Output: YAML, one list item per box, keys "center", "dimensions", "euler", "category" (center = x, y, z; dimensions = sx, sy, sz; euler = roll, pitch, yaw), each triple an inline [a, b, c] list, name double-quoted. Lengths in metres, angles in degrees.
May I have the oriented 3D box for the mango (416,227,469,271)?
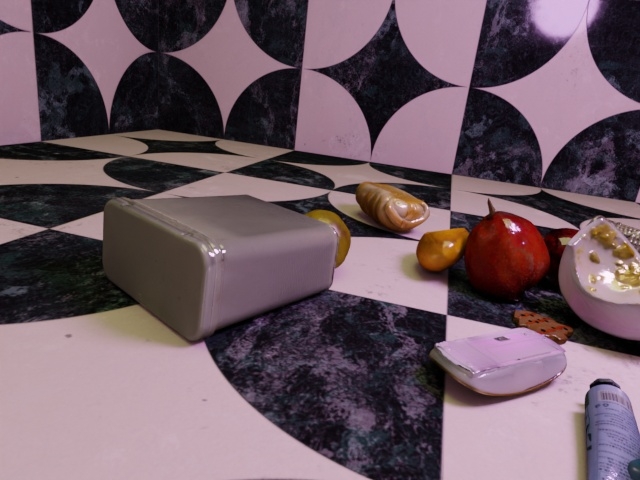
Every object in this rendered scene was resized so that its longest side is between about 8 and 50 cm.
- center: [0.313, 0.023, 1.199]
  dimensions: [0.141, 0.102, 0.217]
  euler: [-14, 1, 14]
  category: "mango"

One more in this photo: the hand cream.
- center: [0.380, 0.269, 0.610]
  dimensions: [0.091, 0.058, 0.271]
  euler: [25, 27, 15]
  category: "hand cream"

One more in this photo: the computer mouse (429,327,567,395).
- center: [0.294, 0.198, 0.780]
  dimensions: [0.245, 0.056, 0.126]
  euler: [-4, 21, -29]
  category: "computer mouse"

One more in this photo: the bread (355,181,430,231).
- center: [0.231, -0.117, 1.601]
  dimensions: [0.172, 0.121, 0.311]
  euler: [4, 18, -20]
  category: "bread"

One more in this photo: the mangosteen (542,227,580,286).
- center: [0.625, 0.046, 1.224]
  dimensions: [0.166, 0.166, 0.180]
  euler: [-1, -4, -23]
  category: "mangosteen"

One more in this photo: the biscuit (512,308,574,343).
- center: [0.446, 0.173, 0.971]
  dimensions: [0.119, 0.019, 0.130]
  euler: [-2, 20, -25]
  category: "biscuit"

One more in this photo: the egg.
- center: [0.609, 0.110, 1.005]
  dimensions: [0.206, 0.161, 0.271]
  euler: [24, 47, -31]
  category: "egg"

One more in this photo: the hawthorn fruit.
- center: [0.428, 0.020, 1.119]
  dimensions: [0.189, 0.252, 0.189]
  euler: [-16, 2, 1]
  category: "hawthorn fruit"

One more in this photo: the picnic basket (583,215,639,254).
- center: [0.796, 0.035, 1.236]
  dimensions: [0.154, 0.134, 0.196]
  euler: [44, 0, -28]
  category: "picnic basket"

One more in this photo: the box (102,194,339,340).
- center: [-0.198, 0.020, 0.962]
  dimensions: [0.351, 0.178, 0.343]
  euler: [21, 22, 38]
  category: "box"

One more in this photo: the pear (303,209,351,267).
- center: [0.000, 0.000, 1.125]
  dimensions: [0.148, 0.149, 0.162]
  euler: [4, 16, -7]
  category: "pear"

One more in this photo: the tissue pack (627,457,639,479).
- center: [0.486, 0.234, 0.511]
  dimensions: [0.206, 0.198, 0.287]
  euler: [29, 29, 37]
  category: "tissue pack"
